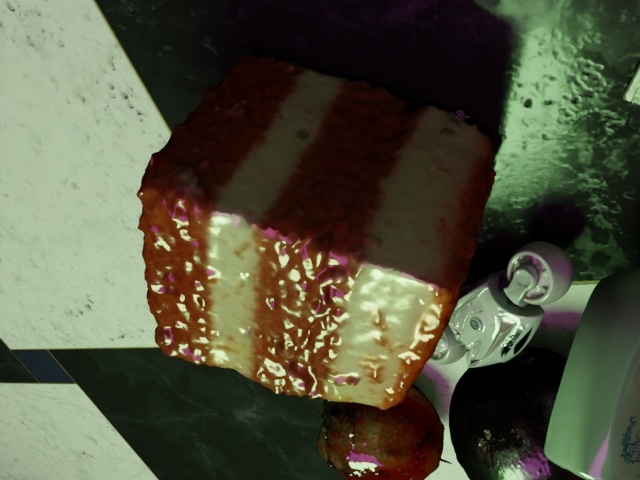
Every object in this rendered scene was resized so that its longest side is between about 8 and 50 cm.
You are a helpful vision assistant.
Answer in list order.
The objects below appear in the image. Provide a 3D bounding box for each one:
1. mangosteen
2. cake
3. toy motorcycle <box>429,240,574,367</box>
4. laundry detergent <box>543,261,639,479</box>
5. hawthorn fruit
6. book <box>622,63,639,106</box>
[{"bbox_3d":[0.288,0.252,1.019,0.211,0.212,0.250,-18,150,36],"label":"mangosteen"},{"bbox_3d":[0.000,0.000,0.835,0.319,0.269,0.270,19,136,9],"label":"cake"},{"bbox_3d":[0.212,0.093,0.936,0.112,0.112,0.254,35,137,-11],"label":"toy motorcycle"},{"bbox_3d":[0.358,0.124,0.843,0.214,0.281,0.105,17,180,-40],"label":"laundry detergent"},{"bbox_3d":[0.111,0.293,1.160,0.235,0.181,0.181,21,140,-23],"label":"hawthorn fruit"},{"bbox_3d":[0.362,-0.172,0.674,0.127,0.014,0.182,27,139,14],"label":"book"}]
